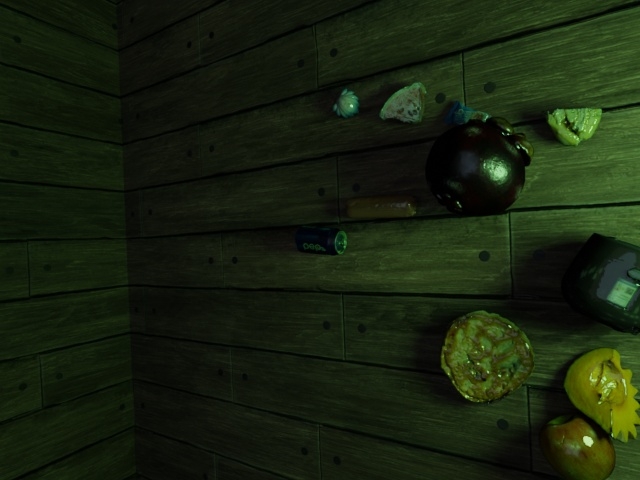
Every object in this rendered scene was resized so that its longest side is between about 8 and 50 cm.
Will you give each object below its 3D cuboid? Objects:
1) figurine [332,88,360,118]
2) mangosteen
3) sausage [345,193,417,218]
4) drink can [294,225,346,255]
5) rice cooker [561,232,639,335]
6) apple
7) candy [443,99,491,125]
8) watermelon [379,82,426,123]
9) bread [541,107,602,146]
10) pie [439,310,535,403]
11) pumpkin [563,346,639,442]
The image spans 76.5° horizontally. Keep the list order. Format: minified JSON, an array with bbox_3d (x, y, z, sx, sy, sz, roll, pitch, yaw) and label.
[{"bbox_3d":[0.112,-0.541,1.630,0.114,0.079,0.115,-1,103,-4],"label":"figurine"},{"bbox_3d":[0.504,-0.242,1.279,0.307,0.307,0.347,40,83,24],"label":"mangosteen"},{"bbox_3d":[0.228,-0.127,1.553,0.288,0.086,0.086,-1,91,30],"label":"sausage"},{"bbox_3d":[0.000,0.000,1.678,0.204,0.118,0.118,5,94,33],"label":"drink can"},{"bbox_3d":[0.813,0.118,1.106,0.267,0.267,0.225,27,106,28],"label":"rice cooker"},{"bbox_3d":[0.750,0.608,1.185,0.195,0.196,0.196,1,92,32],"label":"apple"},{"bbox_3d":[0.506,-0.419,1.405,0.136,0.038,0.088,33,95,19],"label":"candy"},{"bbox_3d":[0.320,-0.482,1.503,0.187,0.071,0.139,-34,81,19],"label":"watermelon"},{"bbox_3d":[0.749,-0.340,1.226,0.156,0.103,0.111,11,108,36],"label":"bread"},{"bbox_3d":[0.555,0.390,1.367,0.314,0.092,0.316,2,94,27],"label":"pie"},{"bbox_3d":[0.823,0.458,1.191,0.149,0.130,0.254,-28,38,55],"label":"pumpkin"}]
